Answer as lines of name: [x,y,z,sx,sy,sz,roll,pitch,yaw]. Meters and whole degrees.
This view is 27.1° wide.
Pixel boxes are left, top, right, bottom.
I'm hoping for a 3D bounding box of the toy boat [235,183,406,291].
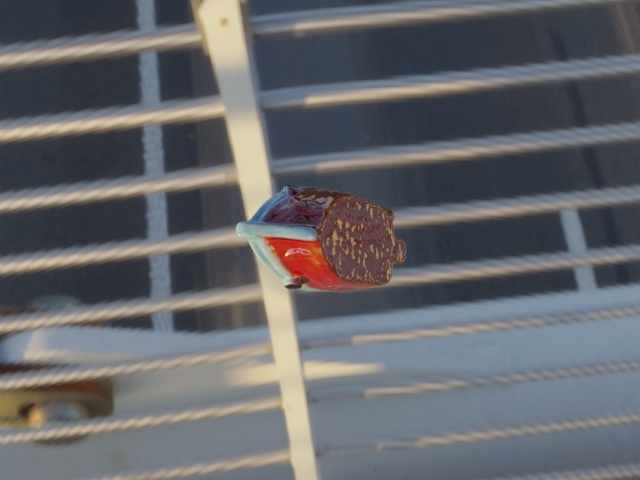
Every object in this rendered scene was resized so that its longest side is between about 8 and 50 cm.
toy boat: [0.000,0.000,0.887,0.059,0.173,0.069,2,87,26]
